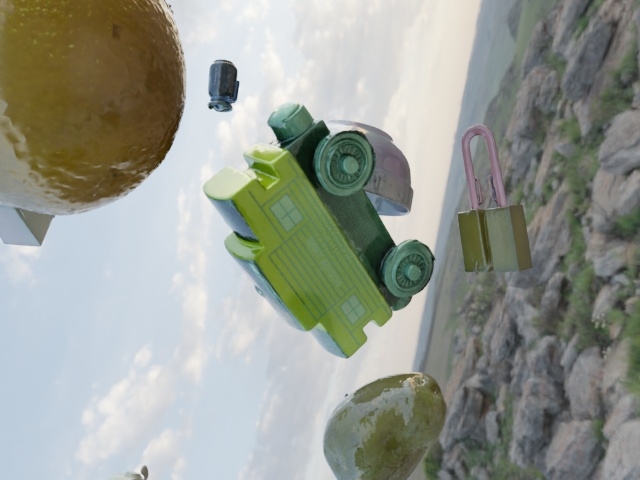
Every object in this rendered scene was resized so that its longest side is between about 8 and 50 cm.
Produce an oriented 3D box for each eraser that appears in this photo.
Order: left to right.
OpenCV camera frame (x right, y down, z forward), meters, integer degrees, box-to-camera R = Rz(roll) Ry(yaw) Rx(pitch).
[{"bbox_3d":[-0.543,-0.140,1.112,0.130,0.086,0.287,94,-179,-55],"label":"eraser"}]

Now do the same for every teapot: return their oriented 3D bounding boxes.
[{"bbox_3d":[-0.160,-0.263,0.988,0.049,0.063,0.083,23,-111,-75],"label":"teapot"}]

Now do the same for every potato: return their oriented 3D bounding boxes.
[{"bbox_3d":[0.098,0.274,0.842,0.194,0.157,0.157,-44,0,19],"label":"potato"}]

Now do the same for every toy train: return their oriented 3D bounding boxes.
[{"bbox_3d":[0.000,0.000,0.969,0.272,0.179,0.442,-41,-60,-12],"label":"toy train"}]

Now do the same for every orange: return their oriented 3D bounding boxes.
[{"bbox_3d":[-0.215,-0.136,0.451,0.236,0.236,0.236,10,-90,-79],"label":"orange"}]

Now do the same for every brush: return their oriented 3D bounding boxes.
[{"bbox_3d":[0.264,-0.066,0.915,0.047,0.103,0.234,-9,-89,-38],"label":"brush"}]

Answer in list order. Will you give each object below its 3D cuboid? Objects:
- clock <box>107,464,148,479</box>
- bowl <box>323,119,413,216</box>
[{"bbox_3d":[-0.477,0.626,1.381,0.191,0.062,0.152,-17,-65,-69],"label":"clock"},{"bbox_3d":[0.057,-0.151,1.182,0.287,0.286,0.144,39,-117,-77],"label":"bowl"}]
